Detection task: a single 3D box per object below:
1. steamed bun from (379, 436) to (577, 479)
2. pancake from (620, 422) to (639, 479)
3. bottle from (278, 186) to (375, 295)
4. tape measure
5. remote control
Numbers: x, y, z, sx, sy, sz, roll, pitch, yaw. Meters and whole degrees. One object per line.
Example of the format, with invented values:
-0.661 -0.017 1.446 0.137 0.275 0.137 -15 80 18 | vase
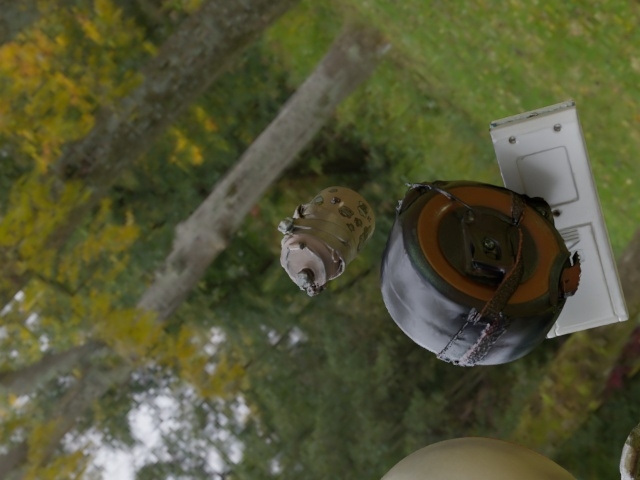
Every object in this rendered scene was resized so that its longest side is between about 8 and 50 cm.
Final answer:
0.152 0.260 1.026 0.232 0.232 0.145 42 -134 -21 | steamed bun
0.527 0.277 1.761 0.029 0.235 0.212 26 -174 36 | pancake
0.001 0.000 1.424 0.099 0.099 0.152 43 -142 0 | bottle
0.167 0.027 1.241 0.202 0.135 0.223 7 -135 -10 | tape measure
0.285 -0.023 1.370 0.055 0.103 0.277 -75 -32 -66 | remote control
